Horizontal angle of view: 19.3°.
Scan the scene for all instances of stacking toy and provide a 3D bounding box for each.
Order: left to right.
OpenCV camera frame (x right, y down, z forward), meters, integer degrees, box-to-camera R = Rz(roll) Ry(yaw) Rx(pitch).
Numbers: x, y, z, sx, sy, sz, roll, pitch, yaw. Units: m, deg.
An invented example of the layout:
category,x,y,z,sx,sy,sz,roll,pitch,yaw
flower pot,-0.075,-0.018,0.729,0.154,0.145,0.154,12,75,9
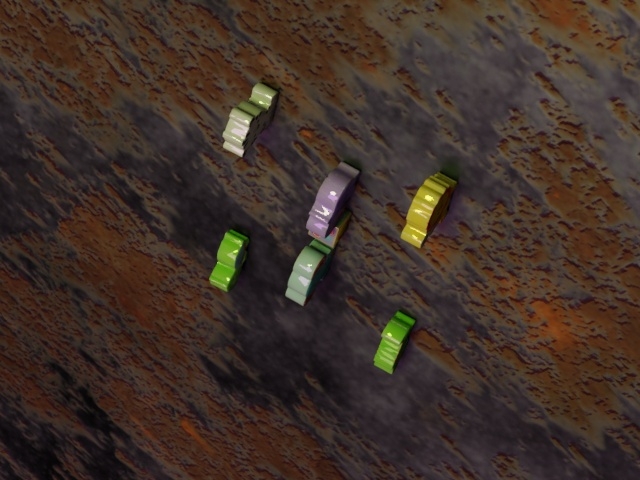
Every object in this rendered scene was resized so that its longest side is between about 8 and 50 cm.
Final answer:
category,x,y,z,sx,sy,sz,roll,pitch,yaw
stacking toy,0.000,0.000,1.407,0.167,0.052,0.221,28,138,13
